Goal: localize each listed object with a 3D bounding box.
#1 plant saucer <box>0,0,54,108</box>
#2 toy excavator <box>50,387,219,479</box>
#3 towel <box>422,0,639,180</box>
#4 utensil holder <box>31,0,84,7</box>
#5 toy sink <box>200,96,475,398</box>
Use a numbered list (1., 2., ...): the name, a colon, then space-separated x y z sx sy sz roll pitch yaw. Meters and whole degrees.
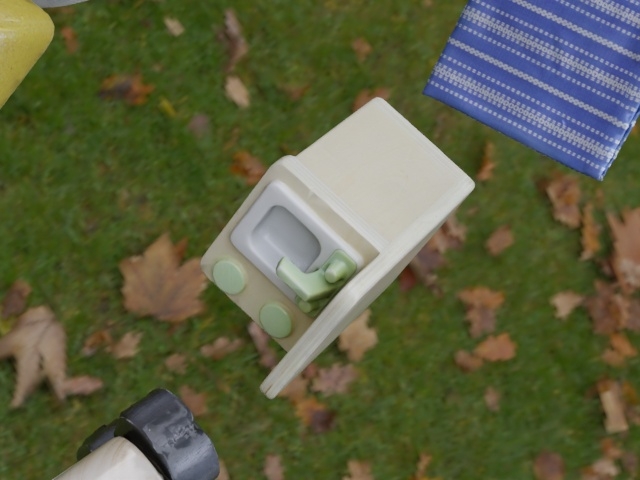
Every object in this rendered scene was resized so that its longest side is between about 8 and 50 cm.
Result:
1. plant saucer: -0.448 -0.156 1.288 0.333 0.081 0.333 37 85 -14
2. toy excavator: -0.172 0.421 1.544 0.222 0.433 0.445 -33 88 -28
3. towel: 0.284 -0.262 1.680 0.243 0.336 0.040 30 9 22
4. utensil holder: -0.322 -0.521 1.758 0.327 0.327 0.385 -61 141 -37
5. toy sink: 0.000 0.000 1.302 0.131 0.153 0.234 42 40 5
